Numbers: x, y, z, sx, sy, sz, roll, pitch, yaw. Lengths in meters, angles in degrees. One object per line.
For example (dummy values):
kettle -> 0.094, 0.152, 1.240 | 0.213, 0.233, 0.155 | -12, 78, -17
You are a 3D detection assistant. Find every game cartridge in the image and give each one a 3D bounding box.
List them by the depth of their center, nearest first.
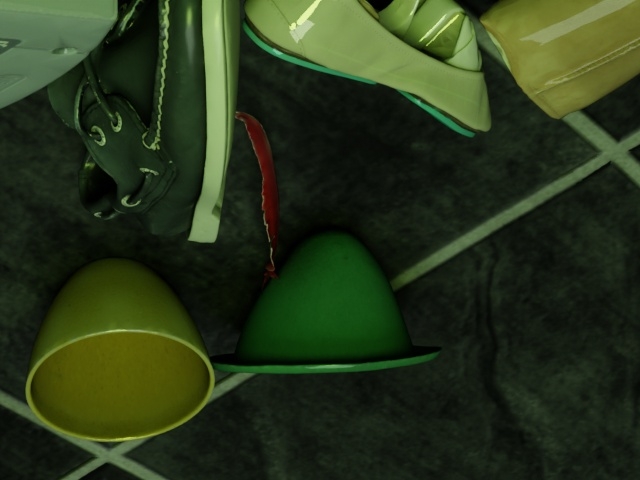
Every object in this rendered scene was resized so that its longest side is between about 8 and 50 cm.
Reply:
game cartridge -> -0.250, -0.112, 1.131 | 0.196, 0.060, 0.294 | 6, 165, -37

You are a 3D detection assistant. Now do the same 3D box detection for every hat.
hat -> 0.000, 0.000, 1.445 | 0.173, 0.183, 0.208 | -4, -179, -17

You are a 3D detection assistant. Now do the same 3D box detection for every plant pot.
plant pot -> -0.148, 0.069, 1.438 | 0.134, 0.095, 0.134 | -6, 141, -5

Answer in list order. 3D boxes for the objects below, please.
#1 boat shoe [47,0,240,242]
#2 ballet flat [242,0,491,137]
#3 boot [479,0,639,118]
boat shoe -> -0.108, -0.086, 1.204 | 0.113, 0.127, 0.340 | 5, 166, -4
ballet flat -> 0.051, -0.127, 1.241 | 0.086, 0.086, 0.248 | -33, 154, 25
boot -> 0.219, -0.182, 1.201 | 0.269, 0.089, 0.236 | -26, 149, 19
